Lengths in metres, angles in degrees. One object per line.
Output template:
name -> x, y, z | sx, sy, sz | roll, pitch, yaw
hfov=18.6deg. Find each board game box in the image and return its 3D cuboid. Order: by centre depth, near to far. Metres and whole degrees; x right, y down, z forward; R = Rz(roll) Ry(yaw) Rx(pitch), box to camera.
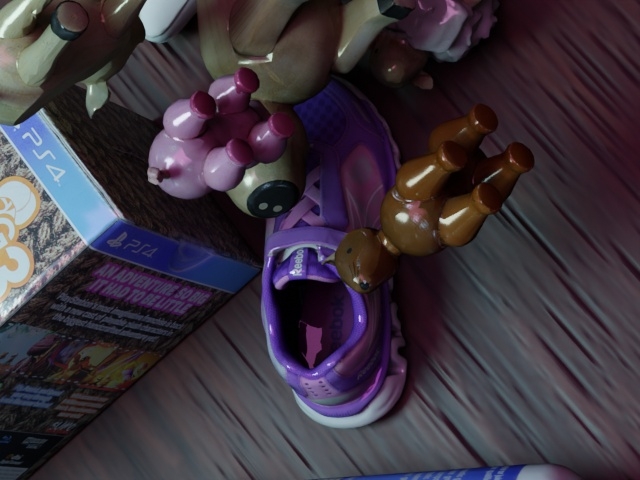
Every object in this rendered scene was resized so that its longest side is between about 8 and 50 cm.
board game box -> -0.220, 0.045, 1.260 | 0.291, 0.232, 0.141 | -41, 71, 9

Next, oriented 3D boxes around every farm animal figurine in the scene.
farm animal figurine -> -0.048, -0.112, 1.164 | 0.172, 0.330, 0.326 | -39, 34, 45

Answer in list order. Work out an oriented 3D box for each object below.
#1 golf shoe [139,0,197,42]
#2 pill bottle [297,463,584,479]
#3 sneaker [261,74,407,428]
golf shoe -> -0.061, -0.208, 1.328 | 0.086, 0.067, 0.186 | 36, 94, 19
pill bottle -> 0.089, 0.212, 1.170 | 0.272, 0.152, 0.152 | -7, 80, 19
sneaker -> 0.000, 0.000, 1.258 | 0.095, 0.104, 0.236 | -9, 78, 19
